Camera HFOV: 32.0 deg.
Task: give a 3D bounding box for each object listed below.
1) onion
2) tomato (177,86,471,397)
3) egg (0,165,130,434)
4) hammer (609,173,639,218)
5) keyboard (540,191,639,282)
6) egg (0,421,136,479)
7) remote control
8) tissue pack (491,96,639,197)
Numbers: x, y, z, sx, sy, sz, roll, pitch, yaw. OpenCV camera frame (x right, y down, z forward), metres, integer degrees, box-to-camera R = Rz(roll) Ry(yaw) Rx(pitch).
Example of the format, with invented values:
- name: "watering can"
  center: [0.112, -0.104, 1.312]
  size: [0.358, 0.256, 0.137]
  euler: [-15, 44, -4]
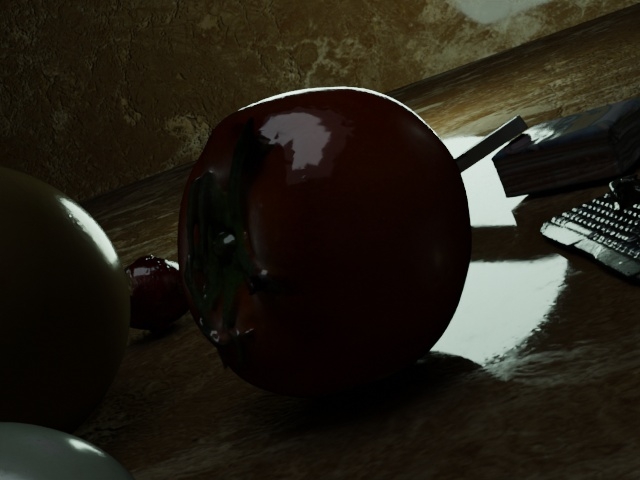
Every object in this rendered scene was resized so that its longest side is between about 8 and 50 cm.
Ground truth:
- name: "onion"
  center: [-0.201, 0.067, 1.330]
  size: [0.107, 0.097, 0.107]
  euler: [-20, -26, -10]
- name: "tomato"
  center: [0.000, 0.000, 0.898]
  size: [0.224, 0.256, 0.255]
  euler: [-9, 4, -31]
- name: "egg"
  center: [-0.362, 0.076, 1.024]
  size: [0.373, 0.301, 0.301]
  euler: [-5, 6, -20]
- name: "hammer"
  center: [0.361, -0.041, 0.892]
  size: [0.125, 0.027, 0.297]
  euler: [-18, 13, -35]
- name: "keyboard"
  center: [0.276, -0.010, 0.978]
  size: [0.106, 0.016, 0.262]
  euler: [-23, 12, -3]
- name: "egg"
  center: [-0.173, 0.180, 0.630]
  size: [0.209, 0.151, 0.151]
  euler: [-3, 22, 43]
- name: "remote control"
  center: [0.142, -0.074, 1.335]
  size: [0.245, 0.022, 0.077]
  euler: [-34, 2, 26]
- name: "tissue pack"
  center: [0.288, -0.103, 1.253]
  size: [0.155, 0.065, 0.115]
  euler: [-14, 14, 44]
